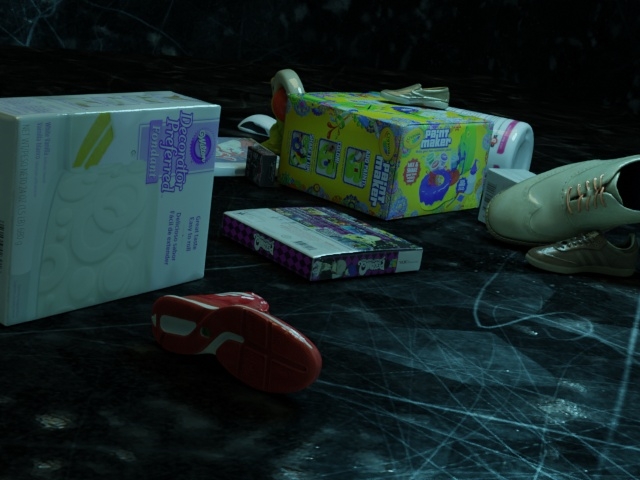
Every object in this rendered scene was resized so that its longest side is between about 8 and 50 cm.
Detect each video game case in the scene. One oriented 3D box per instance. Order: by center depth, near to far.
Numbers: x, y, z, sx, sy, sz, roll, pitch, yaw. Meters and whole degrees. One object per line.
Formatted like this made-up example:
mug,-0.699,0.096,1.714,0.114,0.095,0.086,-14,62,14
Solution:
video game case,0.000,0.000,1.646,0.210,0.041,0.232,-5,20,-39
video game case,-0.175,-0.169,2.185,0.183,0.023,0.201,-2,22,-32

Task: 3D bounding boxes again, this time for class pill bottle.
pill bottle,0.282,-0.191,2.261,0.283,0.160,0.160,16,17,25

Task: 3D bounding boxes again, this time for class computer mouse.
computer mouse,-0.108,-0.265,2.558,0.193,0.042,0.106,15,18,25

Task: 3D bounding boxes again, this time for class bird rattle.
bird rattle,-0.063,-0.249,2.257,0.143,0.206,0.253,-13,9,-6

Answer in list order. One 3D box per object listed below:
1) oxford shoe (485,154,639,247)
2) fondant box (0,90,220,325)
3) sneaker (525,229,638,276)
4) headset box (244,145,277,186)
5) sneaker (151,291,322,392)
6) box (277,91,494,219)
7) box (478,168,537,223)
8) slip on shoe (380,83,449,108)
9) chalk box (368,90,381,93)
oxford shoe,0.449,-0.079,1.777,0.397,0.140,0.146,-12,-14,22
fondant box,-0.271,-0.051,1.322,0.096,0.238,0.330,17,18,32
sneaker,0.420,0.013,1.755,0.188,0.071,0.066,4,16,-15
headset box,-0.111,-0.139,2.059,0.032,0.062,0.083,-1,17,-28
sneaker,-0.066,0.094,1.193,0.221,0.087,0.128,19,20,32
box,0.123,-0.169,2.068,0.279,0.177,0.290,21,19,39
box,0.352,-0.069,1.964,0.087,0.101,0.102,0,19,-27
slip on shoe,0.183,-0.283,2.105,0.135,0.041,0.051,8,15,-6
chalk box,0.172,-0.256,2.498,0.132,0.132,0.213,7,14,-4
